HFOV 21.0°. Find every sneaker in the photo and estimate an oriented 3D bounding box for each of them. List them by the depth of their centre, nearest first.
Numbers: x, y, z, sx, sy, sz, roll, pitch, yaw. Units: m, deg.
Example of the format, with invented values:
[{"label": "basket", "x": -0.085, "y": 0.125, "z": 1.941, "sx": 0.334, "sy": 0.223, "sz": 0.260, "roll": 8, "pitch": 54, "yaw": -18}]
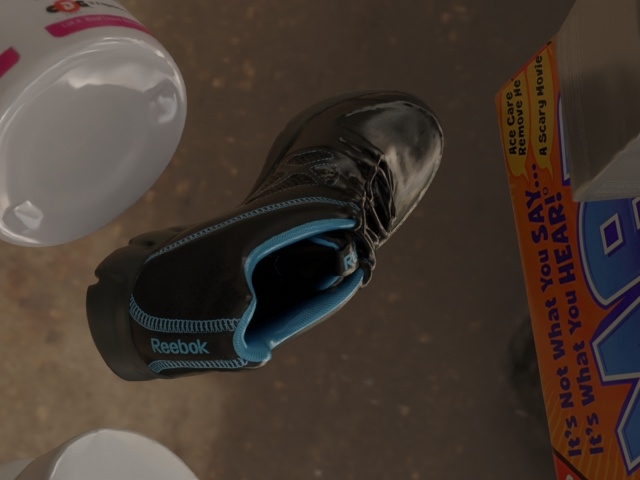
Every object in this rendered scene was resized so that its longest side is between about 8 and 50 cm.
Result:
[{"label": "sneaker", "x": 0.000, "y": 0.000, "z": 1.202, "sx": 0.341, "sy": 0.140, "sz": 0.125, "roll": -41, "pitch": 121, "yaw": -39}]

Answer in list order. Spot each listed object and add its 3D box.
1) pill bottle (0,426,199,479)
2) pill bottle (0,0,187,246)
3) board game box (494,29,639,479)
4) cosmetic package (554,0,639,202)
[{"label": "pill bottle", "x": -0.271, "y": 0.318, "z": 1.446, "sx": 0.224, "sy": 0.392, "sz": 0.224, "roll": 30, "pitch": 42, "yaw": -32}, {"label": "pill bottle", "x": -0.227, "y": -0.138, "z": 1.140, "sx": 0.160, "sy": 0.283, "sz": 0.160, "roll": -29, "pitch": 144, "yaw": -23}, {"label": "board game box", "x": 0.374, "y": -0.004, "z": 1.107, "sx": 0.357, "sy": 0.356, "sz": 0.356, "roll": 8, "pitch": 60, "yaw": -26}, {"label": "cosmetic package", "x": 0.190, "y": -0.085, "z": 0.817, "sx": 0.238, "sy": 0.127, "sz": 0.107, "roll": 100, "pitch": -15, "yaw": -80}]
